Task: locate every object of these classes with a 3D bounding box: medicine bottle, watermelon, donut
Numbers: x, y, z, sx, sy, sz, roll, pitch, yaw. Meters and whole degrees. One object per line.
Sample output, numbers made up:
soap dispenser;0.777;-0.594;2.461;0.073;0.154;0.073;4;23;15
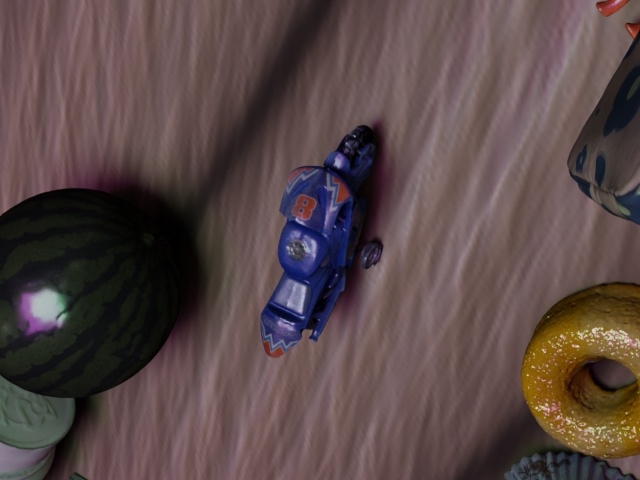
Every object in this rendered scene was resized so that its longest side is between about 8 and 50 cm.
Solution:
medicine bottle;-0.416;0.257;1.151;0.170;0.170;0.293;49;124;7
watermelon;-0.241;0.049;0.943;0.212;0.212;0.212;11;113;28
donut;0.231;0.109;0.768;0.152;0.058;0.151;13;116;29

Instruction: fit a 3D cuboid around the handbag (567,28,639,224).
handbag;0.289;-0.095;0.549;0.193;0.190;0.251;27;101;-5

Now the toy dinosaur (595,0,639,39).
toy dinosaur;0.232;-0.192;0.656;0.101;0.055;0.279;-28;96;18

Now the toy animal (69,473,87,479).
toy animal;-0.228;0.359;1.153;0.075;0.041;0.216;-43;78;36

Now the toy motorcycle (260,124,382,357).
toy motorcycle;0.000;0.000;0.833;0.076;0.114;0.205;26;118;21

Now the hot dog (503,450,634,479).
hot dog;0.206;0.315;0.846;0.163;0.082;0.270;17;108;16
